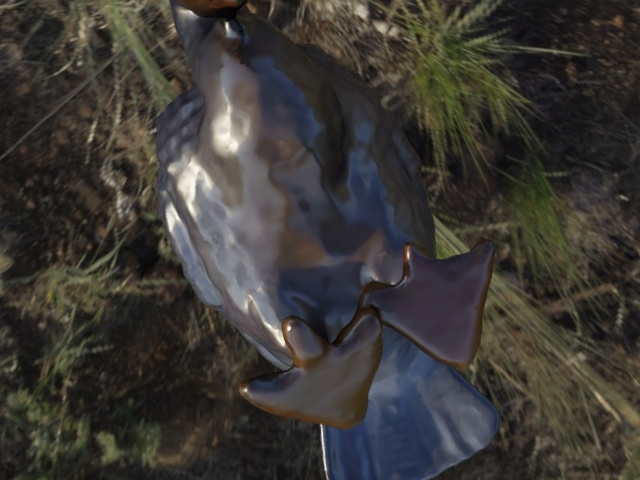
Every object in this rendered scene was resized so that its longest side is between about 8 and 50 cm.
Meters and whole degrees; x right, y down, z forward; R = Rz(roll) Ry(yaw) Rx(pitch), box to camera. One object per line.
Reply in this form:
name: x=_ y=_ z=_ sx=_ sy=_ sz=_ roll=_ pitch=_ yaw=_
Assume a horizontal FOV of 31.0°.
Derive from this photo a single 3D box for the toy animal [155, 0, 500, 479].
toy animal: x=0.000 y=0.000 z=0.508 sx=0.122 sy=0.185 sz=0.298 roll=-32 pitch=136 yaw=-5
